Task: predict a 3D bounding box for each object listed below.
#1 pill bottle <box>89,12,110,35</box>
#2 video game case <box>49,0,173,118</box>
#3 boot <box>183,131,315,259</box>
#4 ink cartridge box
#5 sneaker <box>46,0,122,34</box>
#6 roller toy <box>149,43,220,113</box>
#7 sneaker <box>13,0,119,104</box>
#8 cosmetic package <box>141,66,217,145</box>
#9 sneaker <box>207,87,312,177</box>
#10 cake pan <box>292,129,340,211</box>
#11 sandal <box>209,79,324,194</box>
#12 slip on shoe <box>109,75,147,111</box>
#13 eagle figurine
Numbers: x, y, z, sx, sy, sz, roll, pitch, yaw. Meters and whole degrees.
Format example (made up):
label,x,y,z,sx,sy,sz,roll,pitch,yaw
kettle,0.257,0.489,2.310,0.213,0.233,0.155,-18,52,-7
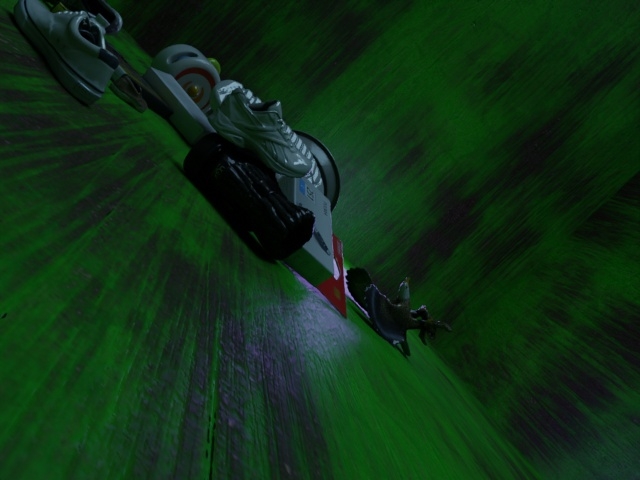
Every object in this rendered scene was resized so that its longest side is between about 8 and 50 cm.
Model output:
label,x,y,z,sx,sy,sz,roll,pitch,yaw
pill bottle,-0.486,-0.440,1.287,0.043,0.083,0.043,46,3,-4
video game case,-0.492,-0.423,1.467,0.248,0.035,0.275,47,2,9
boot,-0.112,-0.084,1.253,0.260,0.131,0.348,40,13,9
ink cartridge box,0.000,0.000,1.448,0.261,0.066,0.296,44,26,-29
sneaker,-0.570,-0.573,1.420,0.228,0.086,0.132,27,1,-22
roller toy,-0.402,-0.466,1.806,0.191,0.209,0.146,23,20,-47
sneaker,-0.382,-0.310,0.935,0.258,0.091,0.094,48,3,26
cosmetic package,-0.378,-0.354,1.633,0.239,0.060,0.099,50,14,12
sneaker,-0.094,-0.208,1.173,0.232,0.115,0.090,30,15,-31
cake pan,-0.086,-0.171,1.756,0.293,0.293,0.054,46,33,2
sandal,-0.141,-0.244,1.620,0.416,0.169,0.102,52,-40,-11
slip on shoe,-0.391,-0.308,1.272,0.051,0.041,0.135,47,3,12
eagle figurine,0.214,0.211,1.860,0.298,0.225,0.226,15,-30,-19
